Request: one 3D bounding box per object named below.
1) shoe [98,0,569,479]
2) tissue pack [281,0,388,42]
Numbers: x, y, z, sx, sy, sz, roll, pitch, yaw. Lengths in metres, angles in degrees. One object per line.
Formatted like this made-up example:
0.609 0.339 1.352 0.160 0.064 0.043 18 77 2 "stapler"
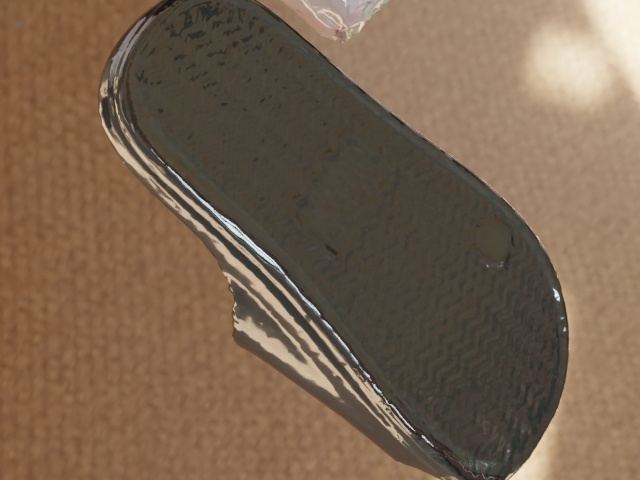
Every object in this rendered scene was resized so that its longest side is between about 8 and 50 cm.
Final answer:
0.000 0.000 0.773 0.241 0.093 0.108 45 64 -17 "shoe"
-0.037 -0.236 0.888 0.271 0.124 0.201 41 29 -1 "tissue pack"
